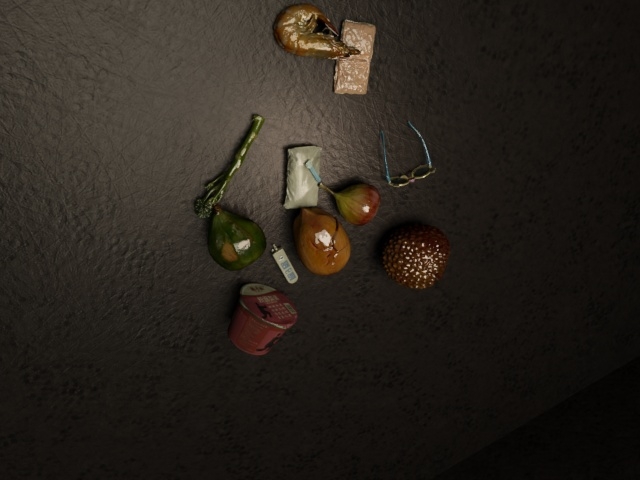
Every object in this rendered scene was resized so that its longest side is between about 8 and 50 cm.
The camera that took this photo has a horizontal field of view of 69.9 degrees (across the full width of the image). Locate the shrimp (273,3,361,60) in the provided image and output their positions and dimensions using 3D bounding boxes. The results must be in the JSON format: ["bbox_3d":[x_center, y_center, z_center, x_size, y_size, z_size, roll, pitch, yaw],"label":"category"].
[{"bbox_3d":[-0.004,-0.653,1.446,0.287,0.063,0.152,6,103,-13],"label":"shrimp"}]

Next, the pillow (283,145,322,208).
[{"bbox_3d":[-0.063,-0.220,1.620,0.128,0.051,0.229,-3,113,-21],"label":"pillow"}]

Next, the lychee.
[{"bbox_3d":[0.368,0.055,1.799,0.267,0.267,0.267,-8,114,-18],"label":"lychee"}]

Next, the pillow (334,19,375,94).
[{"bbox_3d":[0.114,-0.607,1.534,0.126,0.043,0.233,1,114,-16],"label":"pillow"}]

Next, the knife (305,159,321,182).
[{"bbox_3d":[-0.025,-0.239,1.598,0.027,0.010,0.096,-52,131,-20],"label":"knife"}]

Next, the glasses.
[{"bbox_3d":[0.311,-0.325,1.732,0.189,0.088,0.221,-23,98,-10],"label":"glasses"}]

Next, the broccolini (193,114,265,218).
[{"bbox_3d":[-0.308,-0.247,1.521,0.074,0.079,0.392,29,92,-18],"label":"broccolini"}]

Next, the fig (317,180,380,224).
[{"bbox_3d":[0.104,-0.152,1.684,0.230,0.143,0.160,25,108,7],"label":"fig"}]

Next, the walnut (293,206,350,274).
[{"bbox_3d":[0.000,0.000,1.655,0.203,0.203,0.298,-34,127,-5],"label":"walnut"}]

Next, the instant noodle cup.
[{"bbox_3d":[-0.225,0.294,1.685,0.234,0.235,0.178,21,112,-27],"label":"instant noodle cup"}]

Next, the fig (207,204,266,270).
[{"bbox_3d":[-0.296,-0.018,1.547,0.195,0.195,0.245,-28,107,-8],"label":"fig"}]

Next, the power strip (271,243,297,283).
[{"bbox_3d":[-0.136,0.089,1.733,0.047,0.030,0.191,-31,120,-8],"label":"power strip"}]
